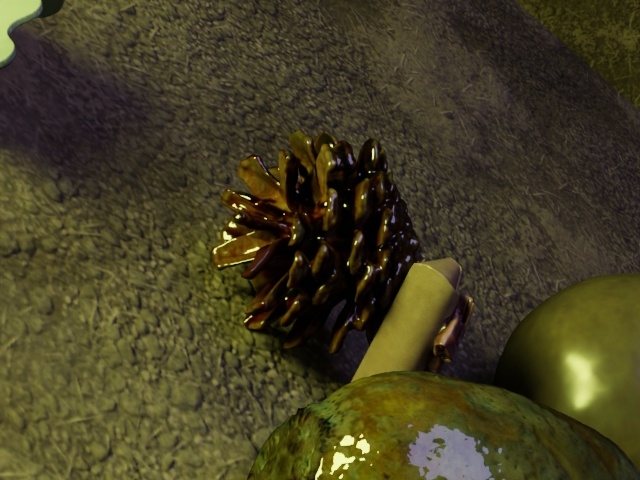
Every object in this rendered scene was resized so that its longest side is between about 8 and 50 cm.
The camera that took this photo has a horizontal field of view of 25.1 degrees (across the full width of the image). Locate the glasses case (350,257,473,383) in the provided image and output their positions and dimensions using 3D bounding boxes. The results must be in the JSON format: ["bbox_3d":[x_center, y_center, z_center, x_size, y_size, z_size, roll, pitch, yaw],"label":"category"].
[{"bbox_3d":[0.099,0.113,1.403,0.070,0.193,0.102,35,19,24],"label":"glasses case"}]

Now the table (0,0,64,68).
[{"bbox_3d":[-0.326,-0.205,1.269,0.166,0.166,0.198,37,37,-19],"label":"table"}]

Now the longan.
[{"bbox_3d":[0.338,0.176,1.593,0.297,0.297,0.297,35,30,-23],"label":"longan"}]

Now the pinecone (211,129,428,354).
[{"bbox_3d":[-0.003,0.000,1.403,0.201,0.229,0.202,-9,33,-19],"label":"pinecone"}]

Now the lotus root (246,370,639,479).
[{"bbox_3d":[0.103,0.238,1.218,0.346,0.250,0.250,23,36,-31],"label":"lotus root"}]
